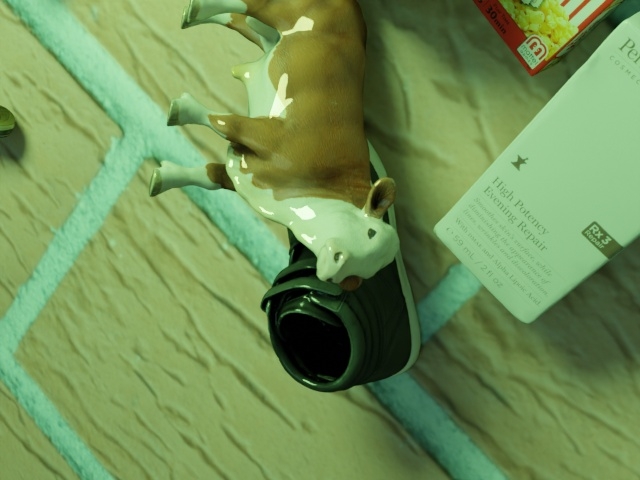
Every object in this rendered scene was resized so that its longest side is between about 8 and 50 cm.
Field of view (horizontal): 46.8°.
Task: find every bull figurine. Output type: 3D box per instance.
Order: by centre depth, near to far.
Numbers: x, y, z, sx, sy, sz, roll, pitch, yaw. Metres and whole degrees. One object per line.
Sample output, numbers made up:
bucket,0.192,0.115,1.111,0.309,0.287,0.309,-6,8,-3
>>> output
bull figurine,-0.030,-0.098,0.607,0.189,0.310,0.101,12,145,-16

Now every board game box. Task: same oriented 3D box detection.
board game box,0.185,-0.240,0.546,0.146,0.045,0.193,54,145,8

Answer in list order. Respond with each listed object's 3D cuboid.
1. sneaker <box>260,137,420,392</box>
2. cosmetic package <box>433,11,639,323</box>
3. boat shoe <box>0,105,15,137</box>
sneaker,0.000,0.000,0.667,0.105,0.147,0.295,-18,89,29
cosmetic package,0.204,-0.050,0.561,0.117,0.085,0.231,46,134,11
boat shoe,-0.428,-0.148,0.903,0.152,0.056,0.049,25,114,30
